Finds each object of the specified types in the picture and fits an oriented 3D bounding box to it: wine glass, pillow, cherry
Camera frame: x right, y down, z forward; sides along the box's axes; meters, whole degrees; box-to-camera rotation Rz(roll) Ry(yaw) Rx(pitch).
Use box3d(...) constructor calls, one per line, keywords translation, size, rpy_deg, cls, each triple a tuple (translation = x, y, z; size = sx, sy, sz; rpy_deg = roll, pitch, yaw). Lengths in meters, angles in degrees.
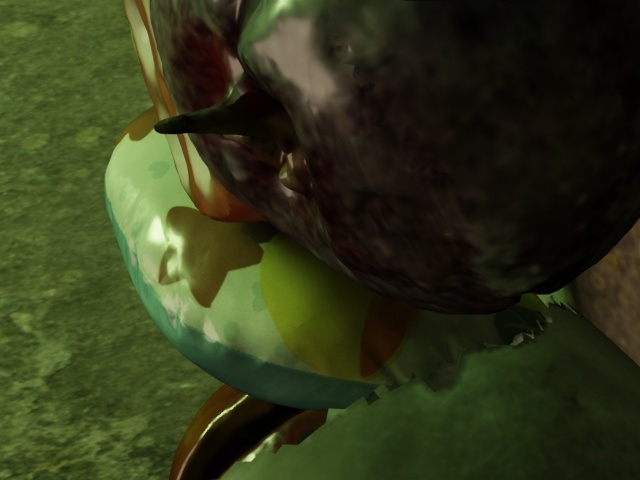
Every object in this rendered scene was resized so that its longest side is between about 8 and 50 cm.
box3d(translation=(0.069, 0.195, 0.549), size=(0.238, 0.238, 0.323), rpy_deg=(122, 124, -77), cls="wine glass")
box3d(translation=(0.000, 0.000, 0.895), size=(0.233, 0.214, 0.086), rpy_deg=(-114, 36, -55), cls="pillow")
box3d(translation=(0.043, -0.075, 0.587), size=(0.195, 0.195, 0.195), rpy_deg=(167, 90, -81), cls="cherry")

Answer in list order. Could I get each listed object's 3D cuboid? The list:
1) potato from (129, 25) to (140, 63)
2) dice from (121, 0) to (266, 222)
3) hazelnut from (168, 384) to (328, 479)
box3d(translation=(-0.064, -0.201, 1.173), size=(0.197, 0.148, 0.228), rpy_deg=(-68, -23, -67), cls="potato")
box3d(translation=(0.008, -0.109, 0.756), size=(0.174, 0.179, 0.175), rpy_deg=(-157, 55, -76), cls="dice")
box3d(translation=(0.024, 0.178, 1.065), size=(0.251, 0.217, 0.217), rpy_deg=(-129, 26, -48), cls="hazelnut")
